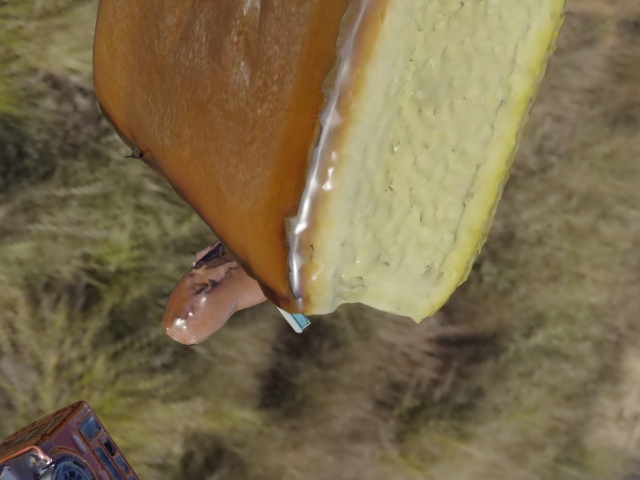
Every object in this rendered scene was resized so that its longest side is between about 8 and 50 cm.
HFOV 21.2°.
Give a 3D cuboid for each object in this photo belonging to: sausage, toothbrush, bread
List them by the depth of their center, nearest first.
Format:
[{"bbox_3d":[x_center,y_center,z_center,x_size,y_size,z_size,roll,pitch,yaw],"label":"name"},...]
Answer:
[{"bbox_3d":[0.007,-0.163,0.900,0.143,0.323,0.333,9,105,-28],"label":"bread"},{"bbox_3d":[0.000,0.000,1.442,0.304,0.078,0.078,-25,129,-12],"label":"sausage"},{"bbox_3d":[-0.073,0.007,1.729,0.022,0.017,0.204,-35,95,-21],"label":"toothbrush"}]

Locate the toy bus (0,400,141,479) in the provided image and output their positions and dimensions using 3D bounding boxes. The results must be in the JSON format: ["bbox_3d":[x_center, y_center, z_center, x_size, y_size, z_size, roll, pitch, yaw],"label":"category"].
[{"bbox_3d":[-0.211,0.331,1.698,0.329,0.143,0.153,57,30,-9],"label":"toy bus"}]
